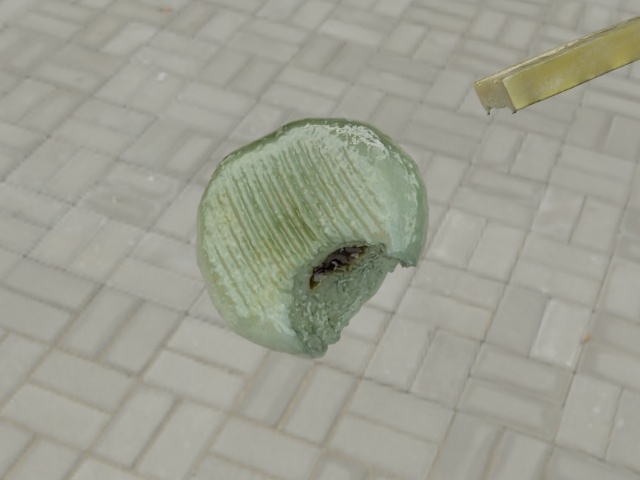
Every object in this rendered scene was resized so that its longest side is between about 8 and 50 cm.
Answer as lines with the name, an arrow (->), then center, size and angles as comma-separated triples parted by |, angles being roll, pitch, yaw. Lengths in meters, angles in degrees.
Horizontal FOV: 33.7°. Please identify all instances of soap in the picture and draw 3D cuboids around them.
soap -> 0.270, -0.178, 0.975 | 0.252, 0.037, 0.092 | -23, 10, -7

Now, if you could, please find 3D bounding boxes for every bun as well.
bun -> 0.000, 0.000, 0.915 | 0.212, 0.126, 0.204 | -13, 78, 21
